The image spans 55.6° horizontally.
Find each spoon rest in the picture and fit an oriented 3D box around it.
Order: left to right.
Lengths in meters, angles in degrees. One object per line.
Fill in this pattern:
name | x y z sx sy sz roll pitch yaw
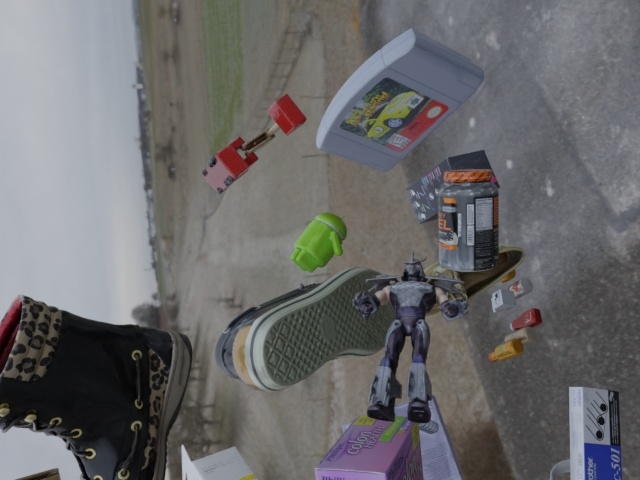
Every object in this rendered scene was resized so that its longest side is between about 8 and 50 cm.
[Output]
spoon rest | 0.575 0.621 1.478 0.084 0.276 0.137 23 123 40

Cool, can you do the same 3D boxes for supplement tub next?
supplement tub | 0.288 -0.042 1.182 0.117 0.117 0.190 -154 60 -72

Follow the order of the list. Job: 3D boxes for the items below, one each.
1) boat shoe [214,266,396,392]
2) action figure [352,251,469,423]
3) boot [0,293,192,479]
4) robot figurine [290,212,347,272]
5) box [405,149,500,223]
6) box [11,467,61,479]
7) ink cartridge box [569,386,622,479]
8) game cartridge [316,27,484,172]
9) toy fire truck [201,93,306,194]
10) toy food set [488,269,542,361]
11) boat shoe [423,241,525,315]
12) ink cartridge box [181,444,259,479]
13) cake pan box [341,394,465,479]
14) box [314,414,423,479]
boat shoe | -0.005 0.164 1.192 0.156 0.500 0.187 -9 93 37
action figure | 0.141 0.140 0.961 0.099 0.185 0.285 52 -141 -48
boot | -0.358 0.279 0.872 0.138 0.284 0.377 -5 64 45
robot figurine | 0.000 0.000 1.052 0.067 0.115 0.101 43 164 -21
box | 0.435 -0.174 2.028 0.270 0.165 0.143 -39 69 62
box | -0.598 0.537 1.212 0.021 0.164 0.201 55 147 40
ink cartridge box | 0.583 0.420 1.285 0.046 0.097 0.207 143 134 -68
game cartridge | 0.128 -0.244 1.112 0.294 0.196 0.060 -43 40 42
toy fire truck | -0.105 -0.139 0.914 0.047 0.135 0.192 51 161 -7
toy food set | 0.471 0.186 1.516 0.104 0.111 0.232 131 142 -57
boat shoe | 0.319 0.079 1.342 0.104 0.285 0.089 62 165 -6
ink cartridge box | -0.199 0.620 1.367 0.353 0.119 0.207 32 125 52
cake pan box | 0.204 0.548 1.530 0.070 0.267 0.246 50 -162 -63
box | 0.095 0.446 1.004 0.213 0.117 0.243 -17 -80 -67
